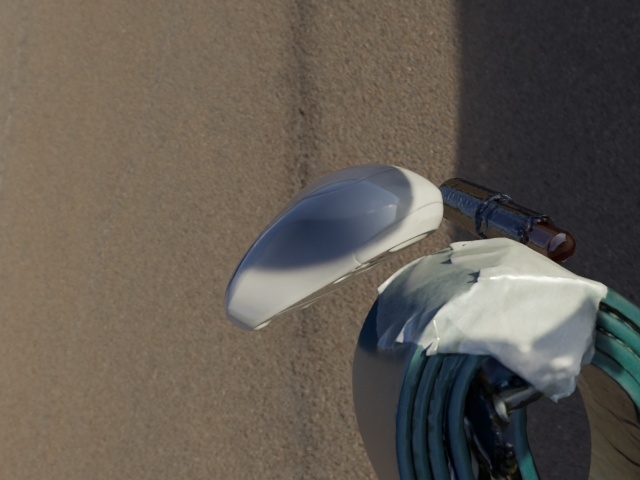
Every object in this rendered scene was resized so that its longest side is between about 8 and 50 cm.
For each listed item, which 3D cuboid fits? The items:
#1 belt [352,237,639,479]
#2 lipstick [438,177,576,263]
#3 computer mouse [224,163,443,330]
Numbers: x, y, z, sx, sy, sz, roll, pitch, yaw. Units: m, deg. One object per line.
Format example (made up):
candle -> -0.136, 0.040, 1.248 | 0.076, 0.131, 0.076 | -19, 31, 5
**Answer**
belt -> 0.215, 0.207, 0.684 | 0.300, 0.436, 0.173 | -30, 17, -8
lipstick -> 0.278, -0.031, 1.059 | 0.081, 0.081, 0.300 | -60, 28, 6
computer mouse -> 0.000, 0.000, 0.798 | 0.297, 0.184, 0.121 | -32, 84, 39
